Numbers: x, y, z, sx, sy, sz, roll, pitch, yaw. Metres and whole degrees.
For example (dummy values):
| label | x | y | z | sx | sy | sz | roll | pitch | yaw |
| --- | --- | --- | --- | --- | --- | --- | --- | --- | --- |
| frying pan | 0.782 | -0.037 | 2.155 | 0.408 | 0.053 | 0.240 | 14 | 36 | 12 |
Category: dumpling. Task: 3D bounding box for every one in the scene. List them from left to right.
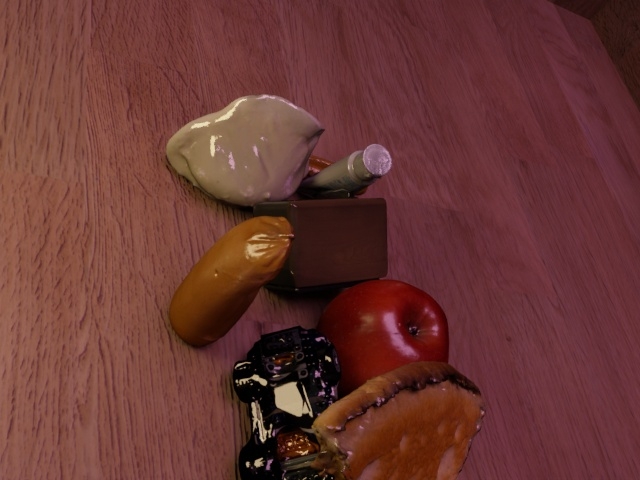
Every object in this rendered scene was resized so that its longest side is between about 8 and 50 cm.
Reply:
| label | x | y | z | sx | sy | sz | roll | pitch | yaw |
| --- | --- | --- | --- | --- | --- | --- | --- | --- | --- |
| dumpling | -0.138 | -0.183 | 1.359 | 0.318 | 0.243 | 0.187 | 2 | 52 | -27 |

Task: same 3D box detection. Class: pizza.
| label | x | y | z | sx | sy | sz | roll | pitch | yaw |
| --- | --- | --- | --- | --- | --- | --- | --- | --- | --- |
| pizza | 0.153 | 0.340 | 1.102 | 0.080 | 0.435 | 0.392 | 17 | 42 | 38 |

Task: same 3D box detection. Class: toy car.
| label | x | y | z | sx | sy | sz | roll | pitch | yaw |
| --- | --- | --- | --- | --- | --- | --- | --- | --- | --- |
| toy car | -0.041 | 0.288 | 1.137 | 0.118 | 0.193 | 0.301 | 62 | 15 | -54 |

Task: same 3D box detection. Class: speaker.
| label | x | y | z | sx | sy | sz | roll | pitch | yaw |
| --- | --- | --- | --- | --- | --- | --- | --- | --- | --- |
| speaker | 0.000 | 0.000 | 1.341 | 0.231 | 0.153 | 0.193 | -5 | 95 | -35 |

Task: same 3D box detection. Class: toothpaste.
| label | x | y | z | sx | sy | sz | roll | pitch | yaw |
| --- | --- | --- | --- | --- | --- | --- | --- | --- | --- |
| toothpaste | 0.047 | -0.130 | 1.422 | 0.114 | 0.299 | 0.073 | 19 | 73 | -21 |

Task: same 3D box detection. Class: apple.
| label | x | y | z | sx | sy | sz | roll | pitch | yaw |
| --- | --- | --- | --- | --- | --- | --- | --- | --- | --- |
| apple | 0.126 | 0.199 | 1.281 | 0.260 | 0.216 | 0.260 | 21 | 50 | -27 |

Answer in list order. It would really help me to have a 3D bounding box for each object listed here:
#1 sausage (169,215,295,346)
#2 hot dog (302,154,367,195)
| label | x | y | z | sx | sy | sz | roll | pitch | yaw |
| --- | --- | --- | --- | --- | --- | --- | --- | --- | --- |
| sausage | -0.147 | 0.060 | 1.094 | 0.116 | 0.354 | 0.134 | 34 | 47 | -10 |
| hot dog | -0.022 | -0.165 | 1.555 | 0.286 | 0.061 | 0.088 | 21 | 46 | -19 |
